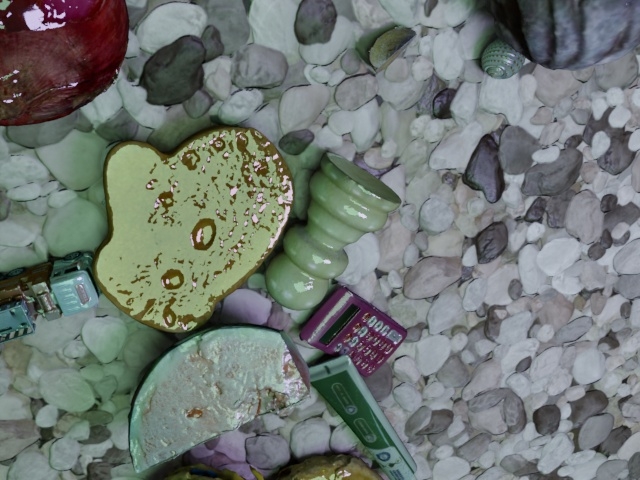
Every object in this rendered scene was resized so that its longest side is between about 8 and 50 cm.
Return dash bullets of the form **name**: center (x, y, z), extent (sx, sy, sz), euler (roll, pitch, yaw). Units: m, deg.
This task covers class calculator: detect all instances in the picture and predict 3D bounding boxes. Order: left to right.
- **calculator**: center (0.063, 0.169, 1.133), extent (0.190, 0.034, 0.126), euler (37, 97, -31)

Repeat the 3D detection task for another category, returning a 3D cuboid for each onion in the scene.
- **onion**: center (-0.360, -0.251, 0.705), extent (0.276, 0.276, 0.276), euler (-6, 113, -14)

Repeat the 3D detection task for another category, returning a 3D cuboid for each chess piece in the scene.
- **chess piece**: center (0.000, 0.000, 0.996), extent (0.144, 0.144, 0.251), euler (26, 109, -24)

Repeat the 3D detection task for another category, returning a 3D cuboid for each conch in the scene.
- **conch**: center (0.302, -0.295, 0.997), extent (0.076, 0.056, 0.085), euler (32, 101, -38)

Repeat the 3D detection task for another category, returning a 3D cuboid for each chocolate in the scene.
- **chocolate**: center (0.341, -0.363, 0.874), extent (0.303, 0.303, 0.213), euler (26, 121, -24)

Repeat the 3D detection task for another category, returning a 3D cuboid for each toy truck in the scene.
- **toy truck**: center (-0.416, 0.087, 0.913), extent (0.178, 0.115, 0.080), euler (-18, 115, -10)

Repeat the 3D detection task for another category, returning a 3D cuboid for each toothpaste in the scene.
- **toothpaste**: center (0.099, 0.366, 1.210), extent (0.099, 0.061, 0.392), euler (-24, 117, 17)

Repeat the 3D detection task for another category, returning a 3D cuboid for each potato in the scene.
- **potato**: center (0.102, -0.293, 0.954), extent (0.037, 0.036, 0.093), euler (44, 75, 9)

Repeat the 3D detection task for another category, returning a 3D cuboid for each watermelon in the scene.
- **watermelon**: center (-0.175, 0.246, 1.004), extent (0.305, 0.180, 0.224), euler (-27, 138, 1)

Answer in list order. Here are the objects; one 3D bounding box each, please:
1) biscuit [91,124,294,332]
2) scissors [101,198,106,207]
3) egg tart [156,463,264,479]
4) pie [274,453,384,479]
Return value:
- **biscuit**: center (-0.207, -0.036, 0.938), extent (0.287, 0.057, 0.343), euler (38, 89, -25)
- **scissors**: center (-0.248, -0.004, 0.976), extent (0.212, 0.021, 0.110), euler (34, 96, -26)
- **egg tart**: center (-0.160, 0.565, 1.109), extent (0.169, 0.388, 0.387), euler (-19, 127, -59)
- **pie**: center (0.003, 0.578, 1.262), extent (0.340, 0.083, 0.339), euler (-7, 115, -16)
